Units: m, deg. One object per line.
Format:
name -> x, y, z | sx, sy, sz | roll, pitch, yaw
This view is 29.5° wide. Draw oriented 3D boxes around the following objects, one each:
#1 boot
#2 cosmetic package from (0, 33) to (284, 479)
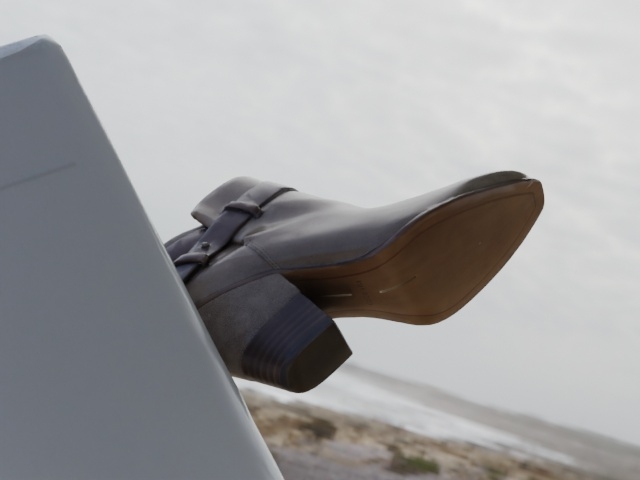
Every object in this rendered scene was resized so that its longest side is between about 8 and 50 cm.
boot -> 0.000, 0.000, 0.386 | 0.087, 0.118, 0.042 | 33, -33, 47
cosmetic package -> -0.089, 0.199, 0.325 | 0.230, 0.453, 0.161 | -25, -7, -34
